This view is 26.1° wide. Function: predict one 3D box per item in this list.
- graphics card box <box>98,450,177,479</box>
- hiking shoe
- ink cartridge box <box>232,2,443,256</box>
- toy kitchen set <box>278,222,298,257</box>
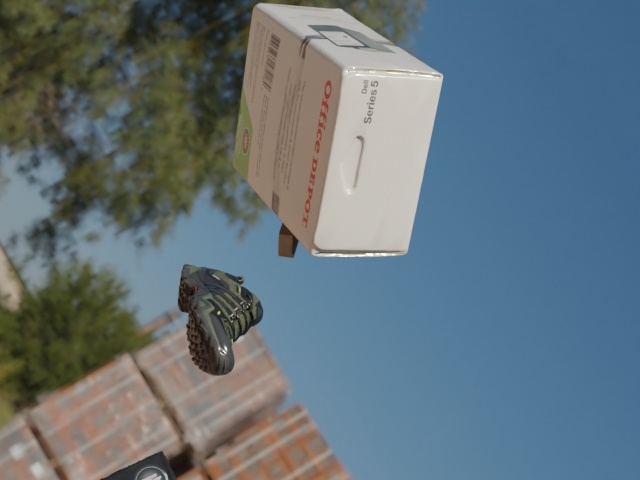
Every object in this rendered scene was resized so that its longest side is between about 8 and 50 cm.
[{"bbox_3d":[-0.220,0.477,1.709,0.371,0.232,0.094,61,-16,20],"label":"graphics card box"},{"bbox_3d":[-0.130,0.104,1.921,0.227,0.114,0.086,-112,-154,-53],"label":"hiking shoe"},{"bbox_3d":[0.009,-0.123,1.468,0.273,0.114,0.198,-133,-132,-58],"label":"ink cartridge box"},{"bbox_3d":[0.000,0.000,1.549,0.075,0.083,0.068,-74,170,-48],"label":"toy kitchen set"}]
